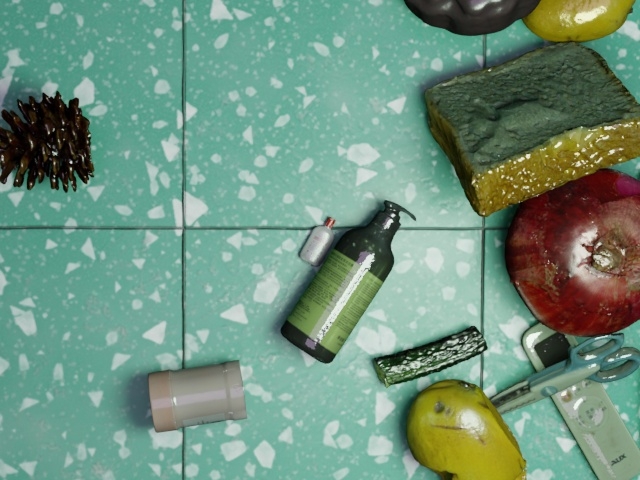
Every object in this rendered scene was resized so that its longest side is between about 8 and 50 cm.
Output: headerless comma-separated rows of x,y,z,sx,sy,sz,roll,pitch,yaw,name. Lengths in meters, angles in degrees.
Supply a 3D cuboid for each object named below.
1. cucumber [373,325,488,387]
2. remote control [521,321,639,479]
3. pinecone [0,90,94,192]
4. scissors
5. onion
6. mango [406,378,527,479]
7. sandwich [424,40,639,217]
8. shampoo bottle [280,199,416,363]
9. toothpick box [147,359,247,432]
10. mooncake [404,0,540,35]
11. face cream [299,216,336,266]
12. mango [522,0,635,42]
0.184,0.194,1.913,0.187,0.058,0.058,-18,93,-3,cucumber
0.441,0.271,1.946,0.090,0.038,0.310,-30,94,-4,remote control
-0.440,-0.147,1.792,0.165,0.163,0.163,-11,93,-18,pinecone
0.379,0.229,1.885,0.289,0.041,0.138,-28,138,24,scissors
0.430,0.016,1.832,0.276,0.276,0.276,0,92,-5,onion
0.244,0.344,1.883,0.167,0.130,0.262,-33,103,25,mango
0.335,-0.191,1.821,0.301,0.271,0.099,-20,137,-4,sandwich
0.050,0.059,1.874,0.101,0.101,0.284,33,89,-5,shampoo bottle
-0.197,0.251,1.860,0.148,0.098,0.099,-8,93,-5,toothpick box
0.242,-0.471,1.828,0.282,0.141,0.283,-1,86,11,mooncake
0.000,0.000,1.907,0.040,0.021,0.083,30,89,-5,face cream
0.424,-0.394,1.896,0.195,0.098,0.137,-11,92,7,mango
